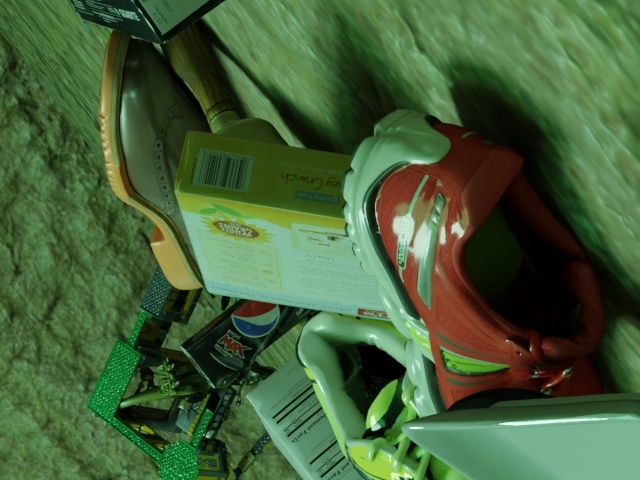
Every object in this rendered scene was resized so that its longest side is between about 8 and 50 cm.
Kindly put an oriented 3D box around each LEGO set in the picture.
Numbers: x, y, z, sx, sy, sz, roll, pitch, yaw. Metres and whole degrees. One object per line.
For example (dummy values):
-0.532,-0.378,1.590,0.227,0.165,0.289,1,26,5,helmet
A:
-0.114,0.152,1.550,0.255,0.331,0.192,18,179,37,LEGO set

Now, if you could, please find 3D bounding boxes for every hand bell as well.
-0.087,-0.110,1.045,0.242,0.126,0.126,60,174,25,hand bell

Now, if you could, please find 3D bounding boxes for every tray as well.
0.176,0.138,0.584,0.270,0.030,0.145,38,150,-26,tray

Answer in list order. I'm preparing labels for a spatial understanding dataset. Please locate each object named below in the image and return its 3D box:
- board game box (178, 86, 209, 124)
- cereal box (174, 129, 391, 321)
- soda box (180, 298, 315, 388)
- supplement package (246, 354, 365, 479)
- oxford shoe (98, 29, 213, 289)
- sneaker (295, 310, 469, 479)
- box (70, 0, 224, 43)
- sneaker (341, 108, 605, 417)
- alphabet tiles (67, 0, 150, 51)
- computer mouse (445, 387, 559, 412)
-0.171,-0.115,1.437,0.165,0.042,0.243,50,167,-10,board game box
0.000,0.000,0.855,0.173,0.047,0.240,9,164,2,cereal box
-0.067,0.085,1.360,0.053,0.169,0.060,53,170,-8,soda box
0.052,0.224,1.361,0.203,0.149,0.194,48,170,23,supplement package
-0.113,-0.074,1.201,0.364,0.132,0.130,70,-158,-60,oxford shoe
0.101,0.176,0.903,0.147,0.145,0.384,29,-174,-40,sneaker
-0.217,-0.301,0.989,0.293,0.073,0.295,58,169,-23,box
0.107,0.051,0.690,0.118,0.107,0.279,20,152,48,sneaker
-0.250,-0.258,1.456,0.285,0.011,0.342,46,168,34,alphabet tiles
0.153,0.091,0.597,0.242,0.041,0.071,-6,141,47,computer mouse
